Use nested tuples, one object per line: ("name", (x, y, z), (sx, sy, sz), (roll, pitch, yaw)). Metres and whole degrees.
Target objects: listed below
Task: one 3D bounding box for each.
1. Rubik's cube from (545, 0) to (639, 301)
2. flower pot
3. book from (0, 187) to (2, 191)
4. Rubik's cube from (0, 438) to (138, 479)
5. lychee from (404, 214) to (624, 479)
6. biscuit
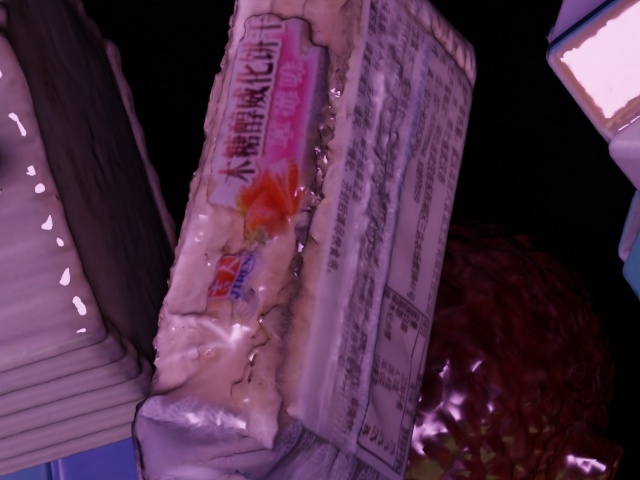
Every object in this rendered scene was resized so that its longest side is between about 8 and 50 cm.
("Rubik's cube", (0.216, -0.069, 0.903), (0.213, 0.224, 0.265), (-37, 146, 12))
("flower pot", (-0.178, -0.006, 0.837), (0.189, 0.239, 0.209), (-18, 122, 6))
("book", (-0.333, -0.048, 0.636), (0.264, 0.031, 0.379), (-42, 119, 16))
("Rubik's cube", (-0.226, 0.254, 1.092), (0.344, 0.347, 0.347), (-5, 171, -19))
("lychee", (0.054, 0.104, 1.140), (0.260, 0.261, 0.260), (-11, 154, -5))
("biscuit", (-0.002, -0.001, 0.827), (0.079, 0.309, 0.186), (1, 162, 31))
